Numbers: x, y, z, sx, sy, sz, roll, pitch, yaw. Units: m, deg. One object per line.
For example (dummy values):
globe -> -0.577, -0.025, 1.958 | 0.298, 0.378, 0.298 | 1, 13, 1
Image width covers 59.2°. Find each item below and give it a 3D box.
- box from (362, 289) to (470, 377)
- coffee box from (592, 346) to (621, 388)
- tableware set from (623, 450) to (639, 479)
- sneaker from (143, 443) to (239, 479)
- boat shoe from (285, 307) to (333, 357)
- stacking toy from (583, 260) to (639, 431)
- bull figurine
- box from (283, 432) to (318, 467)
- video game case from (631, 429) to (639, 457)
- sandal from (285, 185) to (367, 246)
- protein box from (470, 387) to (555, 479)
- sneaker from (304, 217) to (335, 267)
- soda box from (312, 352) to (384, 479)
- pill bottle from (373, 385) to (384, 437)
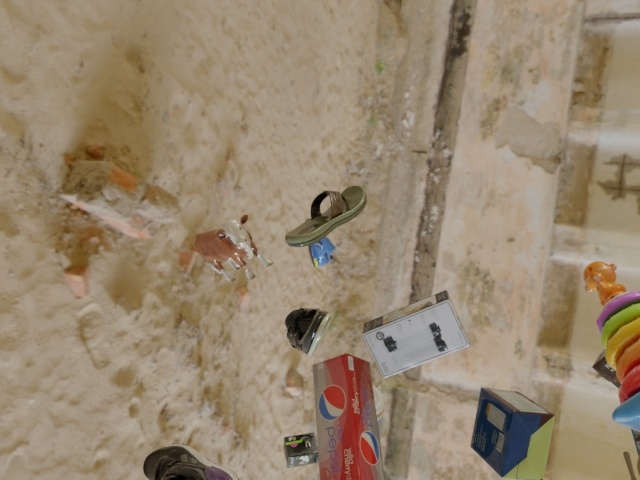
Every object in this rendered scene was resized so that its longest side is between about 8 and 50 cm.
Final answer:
box -> 0.295, 0.291, 1.747 | 0.169, 0.289, 0.087 | 63, 14, -9
coffee box -> 0.930, 0.311, 1.681 | 0.246, 0.098, 0.141 | -32, 158, -43
tableware set -> 0.686, 0.504, 1.098 | 0.039, 0.128, 0.194 | 18, 57, -37
sneaker -> -0.318, 0.520, 1.251 | 0.124, 0.283, 0.107 | 25, 69, -52
boat shoe -> -0.043, 0.237, 1.529 | 0.127, 0.113, 0.340 | -59, 176, -12
stacking toy -> 0.509, 0.146, 0.904 | 0.175, 0.165, 0.302 | -54, -150, 30
bull figurine -> -0.251, 0.023, 1.600 | 0.101, 0.310, 0.188 | -46, 112, -28
box -> -0.050, 0.543, 1.460 | 0.062, 0.083, 0.052 | -113, -156, -49
video game case -> 0.800, 0.488, 1.304 | 0.015, 0.119, 0.166 | 40, 40, -35
sandal -> 0.019, -0.081, 1.470 | 0.302, 0.120, 0.086 | -38, 113, -42
protein box -> 0.570, 0.574, 1.690 | 0.201, 0.135, 0.200 | -157, -105, -78
sneaker -> 0.000, 0.000, 1.794 | 0.209, 0.082, 0.069 | 79, -9, -46
soda box -> 0.050, 0.353, 1.047 | 0.083, 0.092, 0.263 | 31, 43, -43
pill bottle -> 0.148, 0.680, 2.089 | 0.162, 0.162, 0.279 | -47, 145, -53
